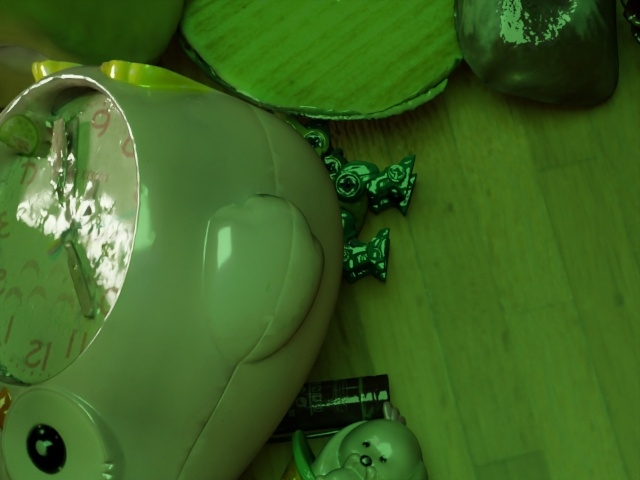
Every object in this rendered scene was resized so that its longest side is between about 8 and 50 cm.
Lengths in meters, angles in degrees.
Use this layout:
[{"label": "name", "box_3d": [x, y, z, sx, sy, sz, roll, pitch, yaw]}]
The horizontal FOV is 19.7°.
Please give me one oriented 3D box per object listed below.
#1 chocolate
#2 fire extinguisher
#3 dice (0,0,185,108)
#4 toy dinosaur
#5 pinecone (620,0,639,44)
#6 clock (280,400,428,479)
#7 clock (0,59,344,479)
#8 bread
[{"label": "chocolate", "box_3d": [0.207, -0.256, 1.677, 0.157, 0.080, 0.254, 7, 68, -18]}, {"label": "fire extinguisher", "box_3d": [-0.017, 0.148, 1.621, 0.158, 0.043, 0.064, -8, 58, 6]}, {"label": "dice", "box_3d": [-0.267, -0.262, 1.661, 0.233, 0.227, 0.238, -3, 67, 40]}, {"label": "toy dinosaur", "box_3d": [0.000, 0.000, 1.647, 0.153, 0.094, 0.259, 7, 77, 7]}, {"label": "pinecone", "box_3d": [0.363, -0.230, 1.614, 0.221, 0.221, 0.221, -2, 71, 7]}, {"label": "clock", "box_3d": [0.058, 0.239, 1.547, 0.144, 0.103, 0.231, -44, 72, 3]}, {"label": "clock", "box_3d": [-0.146, 0.060, 1.538, 0.368, 0.250, 0.376, 7, 83, 47]}, {"label": "bread", "box_3d": [0.010, -0.225, 1.715, 0.301, 0.045, 0.301, 0, 57, 0]}]
